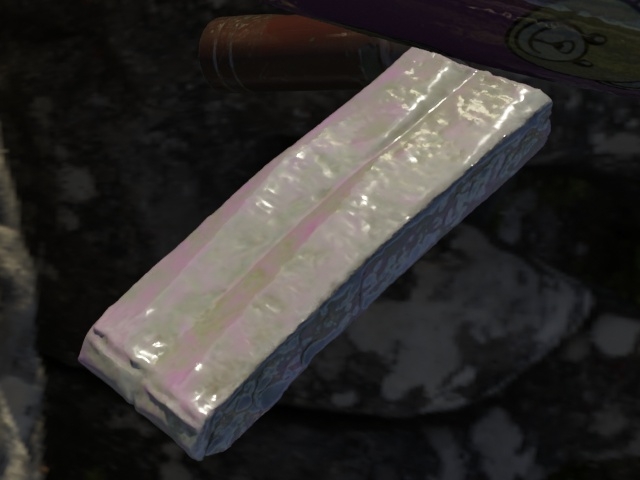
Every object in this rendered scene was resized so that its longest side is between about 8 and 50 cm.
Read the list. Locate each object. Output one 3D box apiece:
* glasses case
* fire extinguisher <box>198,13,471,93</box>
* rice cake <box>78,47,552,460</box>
[{"bbox_3d":[0.060,-0.117,0.696,0.316,0.123,0.075,15,85,1],"label":"glasses case"},{"bbox_3d":[0.023,-0.164,1.476,0.089,0.268,0.072,21,75,-53],"label":"fire extinguisher"},{"bbox_3d":[0.000,-0.002,0.974,0.298,0.106,0.050,-43,148,-19],"label":"rice cake"}]
